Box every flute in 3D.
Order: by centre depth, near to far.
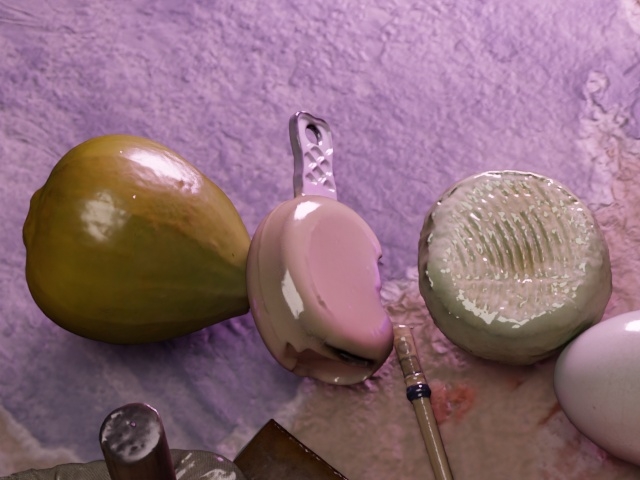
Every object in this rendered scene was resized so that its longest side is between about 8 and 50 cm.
[{"bbox_3d":[0.106,0.184,1.889,0.027,0.027,0.233,-17,64,2],"label":"flute"}]

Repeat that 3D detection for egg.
[{"bbox_3d":[0.316,0.137,1.807,0.209,0.151,0.151,8,66,25],"label":"egg"}]

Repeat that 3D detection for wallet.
[{"bbox_3d":[0.002,0.288,1.854,0.255,0.031,0.137,36,81,26],"label":"wallet"}]

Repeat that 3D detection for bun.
[{"bbox_3d":[0.183,0.029,1.898,0.195,0.118,0.195,-1,66,3],"label":"bun"}]

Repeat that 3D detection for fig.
[{"bbox_3d":[-0.179,0.000,1.936,0.230,0.207,0.207,4,59,-30],"label":"fig"}]

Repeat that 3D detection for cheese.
[{"bbox_3d":[0.000,0.000,1.936,0.082,0.163,0.286,-27,51,38],"label":"cheese"}]

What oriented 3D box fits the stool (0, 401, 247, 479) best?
[{"bbox_3d":[-0.224,0.321,1.764,0.310,0.226,0.310,-9,67,9],"label":"stool"}]
